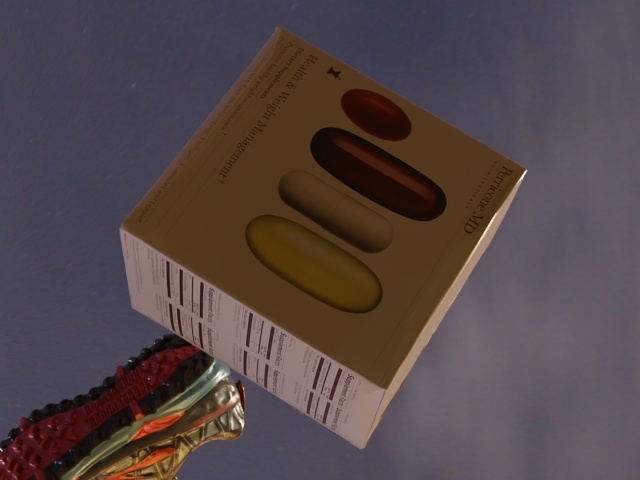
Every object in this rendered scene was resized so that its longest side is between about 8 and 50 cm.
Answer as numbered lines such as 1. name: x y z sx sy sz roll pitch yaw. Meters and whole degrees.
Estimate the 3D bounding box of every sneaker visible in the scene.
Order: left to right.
1. sneaker: -0.182 0.198 1.072 0.261 0.104 0.125 -30 -57 4

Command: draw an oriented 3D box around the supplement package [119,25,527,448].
1. supplement package: 0.000 0.000 0.842 0.203 0.149 0.194 31 -113 9
